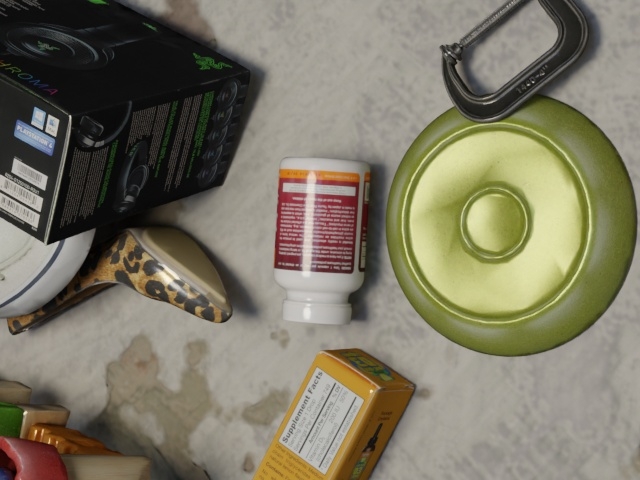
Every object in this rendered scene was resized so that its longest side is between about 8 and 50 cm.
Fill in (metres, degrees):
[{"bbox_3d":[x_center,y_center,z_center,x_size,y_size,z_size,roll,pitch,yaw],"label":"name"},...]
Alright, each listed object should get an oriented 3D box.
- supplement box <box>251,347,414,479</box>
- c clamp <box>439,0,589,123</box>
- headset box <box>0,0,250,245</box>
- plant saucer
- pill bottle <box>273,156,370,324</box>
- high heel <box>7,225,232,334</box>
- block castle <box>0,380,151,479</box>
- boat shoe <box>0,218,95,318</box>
[{"bbox_3d":[-0.006,0.215,1.563,0.080,0.078,0.233,35,104,26],"label":"supplement box"},{"bbox_3d":[0.168,-0.186,1.502,0.161,0.022,0.137,-43,64,9],"label":"c clamp"},{"bbox_3d":[-0.240,-0.132,1.581,0.246,0.283,0.131,29,117,25],"label":"headset box"},{"bbox_3d":[0.161,-0.015,1.504,0.241,0.037,0.240,-1,88,27],"label":"plant saucer"},{"bbox_3d":[0.000,0.000,1.557,0.086,0.086,0.152,4,90,27],"label":"pill bottle"},{"bbox_3d":[-0.204,0.064,1.659,0.261,0.093,0.186,35,107,31],"label":"high heel"},{"bbox_3d":[-0.379,0.274,1.597,0.453,0.213,0.303,20,100,48],"label":"block castle"},{"bbox_3d":[-0.381,-0.001,1.657,0.367,0.156,0.135,-11,66,44],"label":"boat shoe"}]
